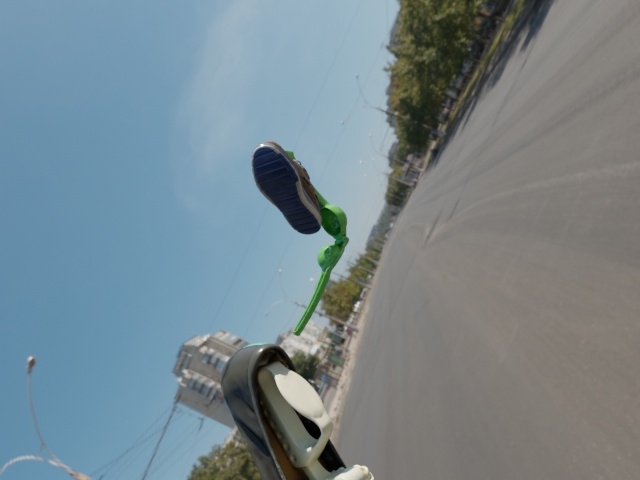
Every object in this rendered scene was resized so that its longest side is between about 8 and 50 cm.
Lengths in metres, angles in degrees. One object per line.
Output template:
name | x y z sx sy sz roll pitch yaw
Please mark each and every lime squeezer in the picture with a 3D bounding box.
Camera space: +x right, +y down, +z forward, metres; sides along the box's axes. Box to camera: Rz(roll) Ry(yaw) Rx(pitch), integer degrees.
lime squeezer | 0.000 0.000 0.862 0.059 0.110 0.310 -17 71 44

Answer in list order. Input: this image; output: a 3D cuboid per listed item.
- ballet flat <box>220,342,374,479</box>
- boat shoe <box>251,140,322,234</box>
ballet flat | -0.012 0.226 0.515 0.095 0.280 0.096 -18 -21 -49
boat shoe | -0.051 -0.088 0.798 0.183 0.066 0.066 62 -156 -44
